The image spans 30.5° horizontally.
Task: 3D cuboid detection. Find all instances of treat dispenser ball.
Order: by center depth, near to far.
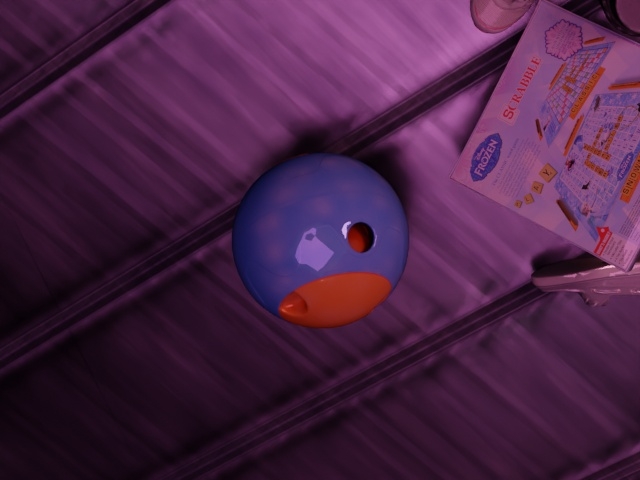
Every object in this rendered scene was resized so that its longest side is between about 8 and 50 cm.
[{"bbox_3d":[0.000,0.000,1.909,0.288,0.288,0.288,3,111,8],"label":"treat dispenser ball"}]

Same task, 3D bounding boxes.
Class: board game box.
[{"bbox_3d":[0.410,-0.163,1.818,0.318,0.066,0.318,31,101,18],"label":"board game box"}]

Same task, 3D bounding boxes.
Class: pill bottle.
[{"bbox_3d":[0.472,-0.367,1.732,0.123,0.219,0.122,3,111,8],"label":"pill bottle"}]

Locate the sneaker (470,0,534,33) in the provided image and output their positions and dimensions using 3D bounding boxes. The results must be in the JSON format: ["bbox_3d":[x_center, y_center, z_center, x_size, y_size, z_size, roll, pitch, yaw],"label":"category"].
[{"bbox_3d":[0.313,-0.424,1.795,0.103,0.111,0.252,32,112,-4],"label":"sneaker"}]

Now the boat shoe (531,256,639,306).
[{"bbox_3d":[0.472,0.073,1.974,0.228,0.079,0.081,-7,105,8],"label":"boat shoe"}]
